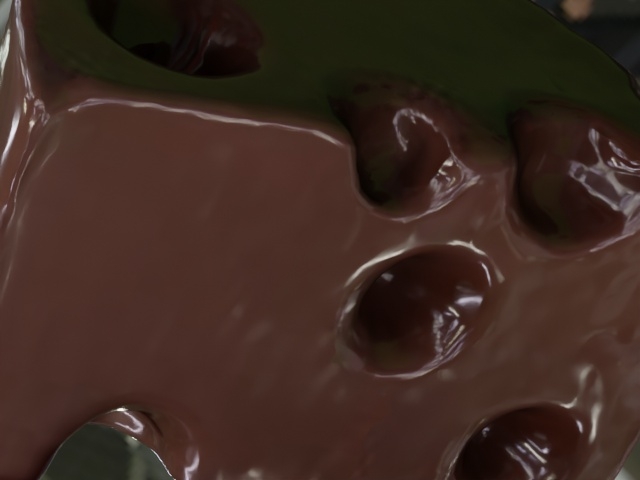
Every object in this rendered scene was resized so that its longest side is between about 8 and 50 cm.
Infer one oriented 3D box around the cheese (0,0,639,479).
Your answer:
[{"bbox_3d":[-0.025,-0.005,0.508,0.203,0.128,0.177,40,-145,22],"label":"cheese"}]
